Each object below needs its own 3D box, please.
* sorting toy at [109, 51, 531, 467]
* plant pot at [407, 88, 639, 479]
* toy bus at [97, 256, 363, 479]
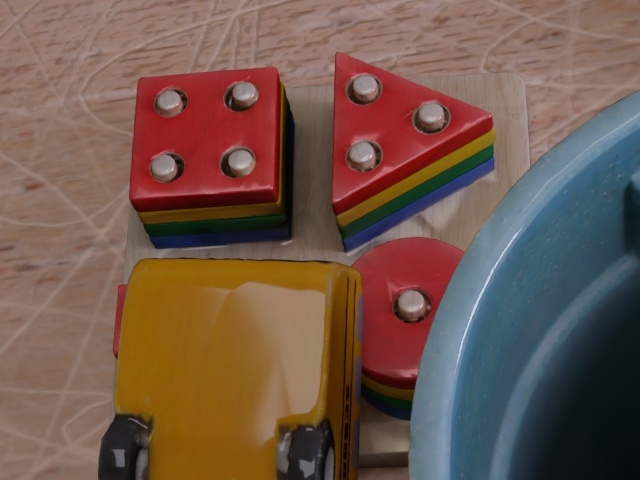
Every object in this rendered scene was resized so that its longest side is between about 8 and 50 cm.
[{"bbox_3d":[0.000,0.000,0.874,0.255,0.089,0.257,-3,61,8],"label":"sorting toy"},{"bbox_3d":[0.224,0.149,0.611,0.341,0.334,0.341,-5,60,8],"label":"plant pot"},{"bbox_3d":[-0.043,0.176,0.722,0.108,0.130,0.333,1,86,10],"label":"toy bus"}]
